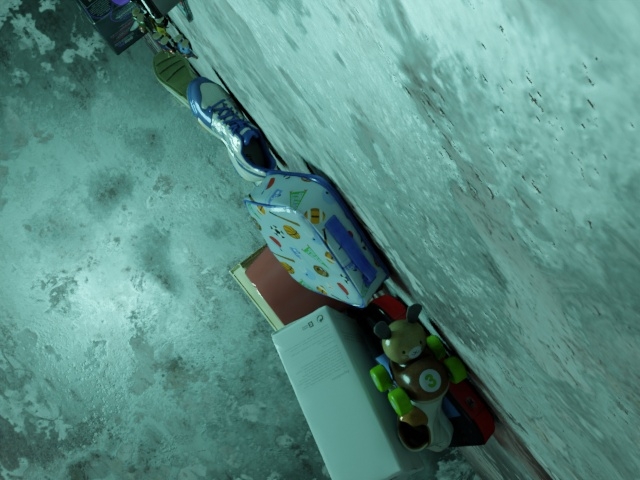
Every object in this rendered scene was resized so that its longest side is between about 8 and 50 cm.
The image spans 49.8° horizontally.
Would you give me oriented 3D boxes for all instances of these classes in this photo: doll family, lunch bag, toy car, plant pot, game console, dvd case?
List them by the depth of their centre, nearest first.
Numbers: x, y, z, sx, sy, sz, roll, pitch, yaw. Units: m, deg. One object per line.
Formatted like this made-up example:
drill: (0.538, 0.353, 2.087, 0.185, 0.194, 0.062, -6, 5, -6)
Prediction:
dvd case: (-0.280, -0.473, 1.308, 0.087, 0.013, 0.119, 52, 175, 4)
toy car: (0.172, 0.210, 1.324, 0.149, 0.155, 0.189, 46, 160, 54)
lunch bag: (0.000, 0.000, 1.360, 0.243, 0.115, 0.303, 11, 145, 51)
game console: (0.219, 0.314, 1.601, 0.387, 0.060, 0.342, 52, 159, 9)
plant pot: (-0.029, 0.078, 1.638, 0.275, 0.243, 0.275, 52, 176, 5)
doll family: (-0.397, -0.522, 1.762, 0.193, 0.076, 0.111, 49, 171, 1)

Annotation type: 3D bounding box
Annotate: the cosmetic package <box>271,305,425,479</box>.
cosmetic package: (0.063, 0.356, 1.515, 0.217, 0.156, 0.385, 38, -154, -62)

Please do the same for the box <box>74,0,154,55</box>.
box: (-0.586, -0.666, 1.952, 0.143, 0.165, 0.270, 52, 175, 0)

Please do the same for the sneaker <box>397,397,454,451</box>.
sneaker: (0.210, 0.405, 1.472, 0.105, 0.123, 0.290, 16, 149, 29)

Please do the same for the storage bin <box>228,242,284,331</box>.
storage bin: (-0.052, 0.099, 1.822, 0.262, 0.260, 0.123, 52, 161, -1)

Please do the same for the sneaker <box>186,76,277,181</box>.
sneaker: (-0.203, -0.278, 1.675, 0.296, 0.112, 0.131, 52, 159, -19)

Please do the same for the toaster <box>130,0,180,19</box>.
toaster: (-0.242, -0.397, 0.867, 0.168, 0.110, 0.186, 47, 174, 44)

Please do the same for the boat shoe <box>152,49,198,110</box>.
boat shoe: (-0.413, -0.467, 2.113, 0.302, 0.113, 0.103, 49, 169, 26)

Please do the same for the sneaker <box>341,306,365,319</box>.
sneaker: (0.127, 0.205, 1.831, 0.065, 0.157, 0.061, 112, 163, -68)

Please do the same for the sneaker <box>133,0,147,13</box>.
sneaker: (-0.434, -0.598, 1.604, 0.170, 0.063, 0.075, 48, 177, -17)

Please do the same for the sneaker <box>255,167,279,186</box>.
sneaker: (-0.132, -0.151, 1.913, 0.229, 0.087, 0.092, 49, 173, 11)
